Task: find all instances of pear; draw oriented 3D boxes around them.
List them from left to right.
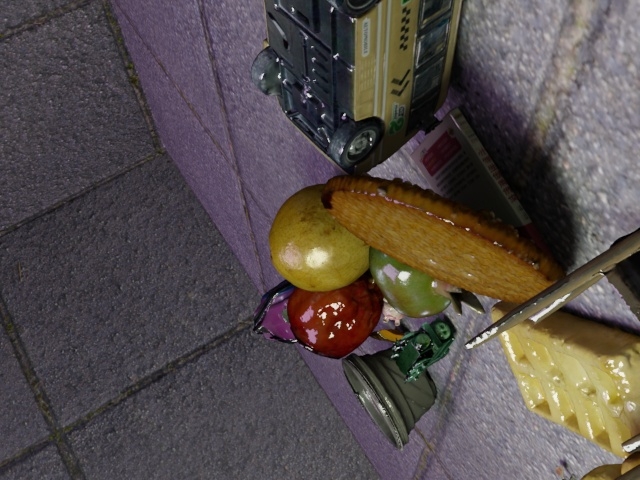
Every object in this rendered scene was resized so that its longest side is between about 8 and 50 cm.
[{"bbox_3d":[0.000,0.000,1.414,0.209,0.208,0.209,55,165,22],"label":"pear"}]

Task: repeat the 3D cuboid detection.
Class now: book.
[{"bbox_3d":[0.204,-0.043,0.961,0.232,0.022,0.162,59,164,6],"label":"book"}]

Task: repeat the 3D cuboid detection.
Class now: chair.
[{"bbox_3d":[0.294,0.068,0.612,0.272,0.166,0.188,-43,71,32],"label":"chair"}]

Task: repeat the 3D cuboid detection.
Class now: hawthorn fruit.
[{"bbox_3d":[0.043,0.129,1.534,0.251,0.189,0.190,-45,72,39],"label":"hawthorn fruit"}]

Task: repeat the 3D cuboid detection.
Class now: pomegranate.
[{"bbox_3d":[0.160,0.043,1.098,0.191,0.131,0.152,14,142,52],"label":"pomegranate"}]

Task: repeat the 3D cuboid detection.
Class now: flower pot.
[{"bbox_3d":[0.158,0.319,1.619,0.235,0.140,0.235,57,167,20],"label":"flower pot"}]

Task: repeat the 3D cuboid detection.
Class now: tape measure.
[{"bbox_3d":[-0.035,0.155,1.758,0.149,0.245,0.231,62,151,-3],"label":"tape measure"}]

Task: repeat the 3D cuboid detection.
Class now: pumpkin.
[{"bbox_3d":[0.154,0.197,1.560,0.101,0.035,0.073,16,174,-9],"label":"pumpkin"}]

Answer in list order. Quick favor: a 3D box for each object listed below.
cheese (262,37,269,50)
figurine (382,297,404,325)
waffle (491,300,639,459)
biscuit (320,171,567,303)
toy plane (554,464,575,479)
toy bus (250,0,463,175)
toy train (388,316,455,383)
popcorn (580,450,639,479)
[{"bbox_3d":[-0.089,-0.337,1.399,0.044,0.030,0.083,61,162,26],"label":"cheese"},{"bbox_3d":[0.134,0.101,1.348,0.081,0.098,0.146,35,152,34],"label":"figurine"},{"bbox_3d":[0.315,0.166,0.915,0.168,0.057,0.274,64,166,-16],"label":"waffle"},{"bbox_3d":[0.141,-0.001,0.873,0.305,0.038,0.305,24,170,5],"label":"biscuit"},{"bbox_3d":[0.398,0.396,1.146,0.121,0.031,0.049,51,158,28],"label":"toy plane"},{"bbox_3d":[0.043,-0.244,0.765,0.177,0.201,0.365,46,159,26],"label":"toy bus"},{"bbox_3d":[0.184,0.191,1.341,0.071,0.111,0.170,55,162,18],"label":"toy train"},{"bbox_3d":[0.351,0.301,0.743,0.190,0.191,0.254,17,146,54],"label":"popcorn"}]
